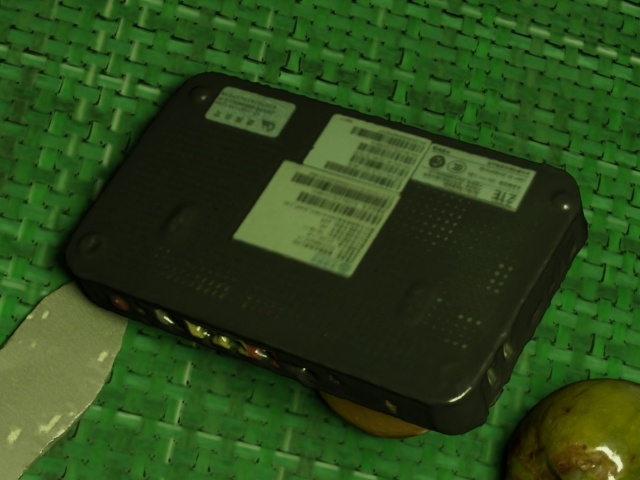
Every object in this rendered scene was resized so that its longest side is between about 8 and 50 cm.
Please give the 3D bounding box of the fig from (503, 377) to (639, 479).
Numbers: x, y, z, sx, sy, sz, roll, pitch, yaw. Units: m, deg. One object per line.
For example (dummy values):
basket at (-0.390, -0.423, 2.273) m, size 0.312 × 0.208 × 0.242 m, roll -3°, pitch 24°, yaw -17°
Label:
fig at (0.211, 0.156, 1.365) m, size 0.126 × 0.133 × 0.185 m, roll 14°, pitch 29°, yaw 7°

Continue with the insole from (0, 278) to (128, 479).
insole at (-0.226, 0.129, 1.304) m, size 0.081 × 0.011 × 0.248 m, roll 36°, pitch 67°, yaw 1°

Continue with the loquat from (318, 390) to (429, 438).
loquat at (0.055, 0.079, 1.328) m, size 0.141 × 0.141 × 0.141 m, roll 4°, pitch 71°, yaw -13°

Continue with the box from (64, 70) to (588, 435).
box at (0.000, 0.000, 1.280) m, size 0.350 × 0.058 × 0.211 m, roll 18°, pitch 59°, yaw 28°
